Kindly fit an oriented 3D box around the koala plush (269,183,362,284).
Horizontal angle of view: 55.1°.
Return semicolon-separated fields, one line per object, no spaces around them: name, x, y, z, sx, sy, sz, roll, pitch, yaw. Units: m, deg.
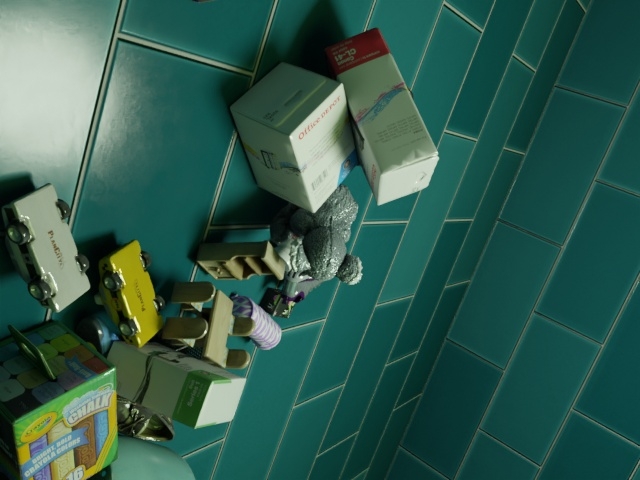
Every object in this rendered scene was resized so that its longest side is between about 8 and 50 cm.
koala plush;0.000;0.000;1.362;0.221;0.196;0.203;-90;-154;-48

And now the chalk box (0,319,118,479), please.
chalk box;-0.463;0.264;1.020;0.179;0.180;0.288;-26;136;-47

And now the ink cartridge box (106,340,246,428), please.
ink cartridge box;-0.277;0.266;1.157;0.160;0.220;0.092;35;74;-71

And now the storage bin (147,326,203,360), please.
storage bin;-0.324;0.281;1.351;0.122;0.084;0.180;-17;127;-51

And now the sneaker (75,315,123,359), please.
sneaker;-0.408;0.207;1.179;0.082;0.069;0.209;-44;149;-41

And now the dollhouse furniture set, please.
dollhouse furniture set;-0.181;0.132;1.271;0.212;0.161;0.242;58;34;-57

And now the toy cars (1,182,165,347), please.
toy cars;-0.399;0.054;1.037;0.393;0.087;0.176;48;46;-57

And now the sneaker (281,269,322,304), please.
sneaker;-0.046;0.113;1.636;0.224;0.083;0.098;-2;112;-64

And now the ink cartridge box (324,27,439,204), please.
ink cartridge box;0.126;-0.259;1.325;0.131;0.306;0.226;-20;166;-1

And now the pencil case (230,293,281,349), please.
pencil case;-0.170;0.211;1.540;0.088;0.086;0.206;-26;146;6

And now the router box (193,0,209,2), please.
router box;-0.112;-0.539;0.999;0.309;0.081;0.242;-33;140;-41

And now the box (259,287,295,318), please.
box;-0.111;0.166;1.622;0.083;0.052;0.062;22;94;-60

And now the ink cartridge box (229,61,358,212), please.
ink cartridge box;-0.048;-0.215;1.282;0.171;0.168;0.232;-49;148;-24

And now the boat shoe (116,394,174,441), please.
boat shoe;-0.365;0.350;1.216;0.080;0.073;0.223;-48;142;-2

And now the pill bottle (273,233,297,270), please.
pill bottle;-0.052;0.000;1.542;0.160;0.087;0.087;-47;148;-26

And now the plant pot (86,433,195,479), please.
plant pot;-0.421;0.512;1.188;0.293;0.293;0.235;-52;147;-17

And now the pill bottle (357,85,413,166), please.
pill bottle;0.128;-0.300;1.539;0.219;0.123;0.123;-55;150;-11
